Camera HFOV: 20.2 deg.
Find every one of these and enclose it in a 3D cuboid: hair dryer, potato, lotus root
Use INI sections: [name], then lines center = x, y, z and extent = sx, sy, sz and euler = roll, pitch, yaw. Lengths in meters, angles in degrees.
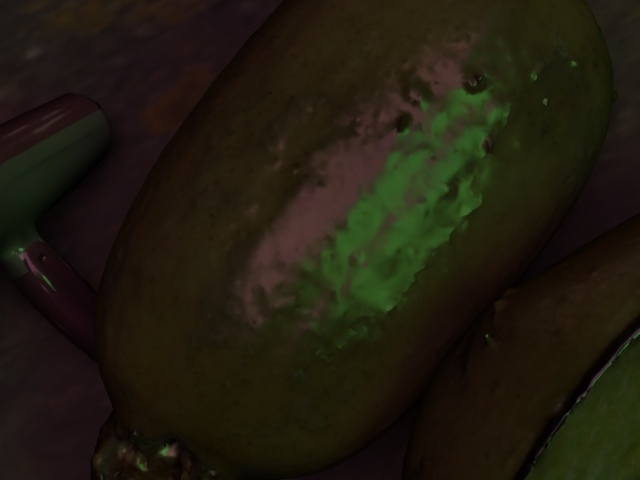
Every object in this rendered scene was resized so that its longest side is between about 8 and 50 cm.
[hair dryer]
center = -0.124, 0.014, 0.878
extent = 0.106, 0.054, 0.154
euler = -34, 101, -38
[potato]
center = 0.136, 0.084, 0.803
extent = 0.299, 0.239, 0.116
euler = -50, 44, 0
[lotus root]
center = 0.000, 0.000, 0.828
extent = 0.169, 0.151, 0.342
euler = 37, 85, 5
